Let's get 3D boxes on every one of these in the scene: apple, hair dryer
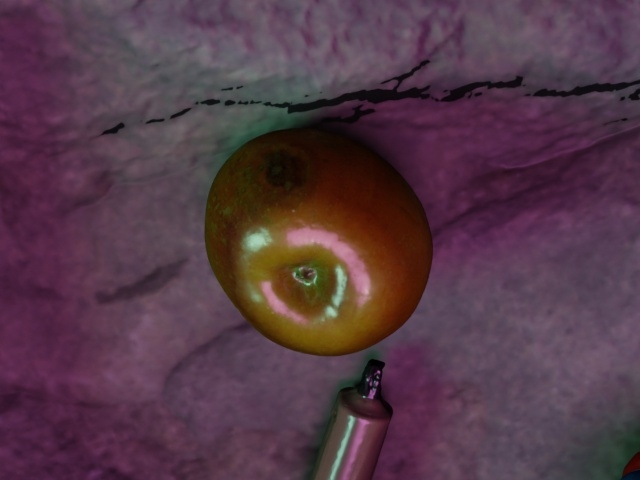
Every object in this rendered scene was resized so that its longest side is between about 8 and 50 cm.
[{"bbox_3d":[0.000,0.000,0.867,0.099,0.102,0.114,-32,114,13],"label":"apple"},{"bbox_3d":[0.010,0.147,0.971,0.117,0.064,0.181,13,110,-12],"label":"hair dryer"}]

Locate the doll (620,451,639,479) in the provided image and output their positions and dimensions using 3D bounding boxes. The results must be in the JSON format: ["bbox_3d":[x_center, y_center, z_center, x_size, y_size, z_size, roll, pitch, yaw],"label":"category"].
[{"bbox_3d":[0.295,0.216,0.936,0.310,0.240,0.284,10,157,5],"label":"doll"}]
